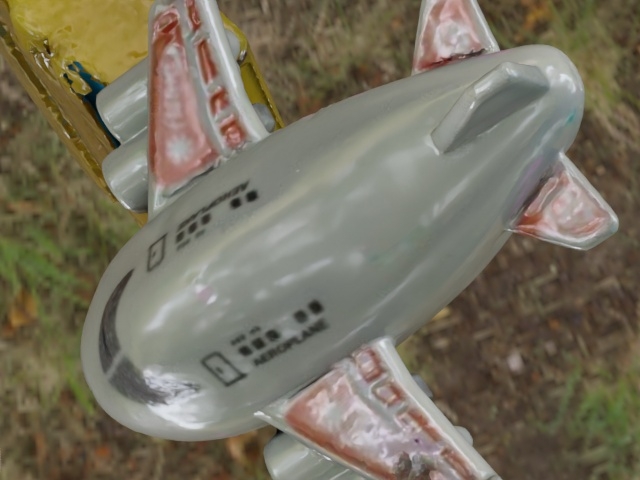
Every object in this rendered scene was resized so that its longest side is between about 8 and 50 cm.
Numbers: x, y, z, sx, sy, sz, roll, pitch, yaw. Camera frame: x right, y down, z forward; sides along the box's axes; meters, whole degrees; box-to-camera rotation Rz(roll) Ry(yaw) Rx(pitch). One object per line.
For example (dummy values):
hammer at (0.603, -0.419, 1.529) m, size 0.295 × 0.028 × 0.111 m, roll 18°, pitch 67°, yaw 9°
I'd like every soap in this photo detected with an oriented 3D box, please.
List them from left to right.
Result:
soap at (-0.103, -0.076, 1.216) m, size 0.096 × 0.204 × 0.324 m, roll -43°, pitch 155°, yaw -9°

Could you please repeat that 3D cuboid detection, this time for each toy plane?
toy plane at (0.001, 0.000, 0.759) m, size 0.252 × 0.252 × 0.118 m, roll -43°, pitch 165°, yaw 20°
